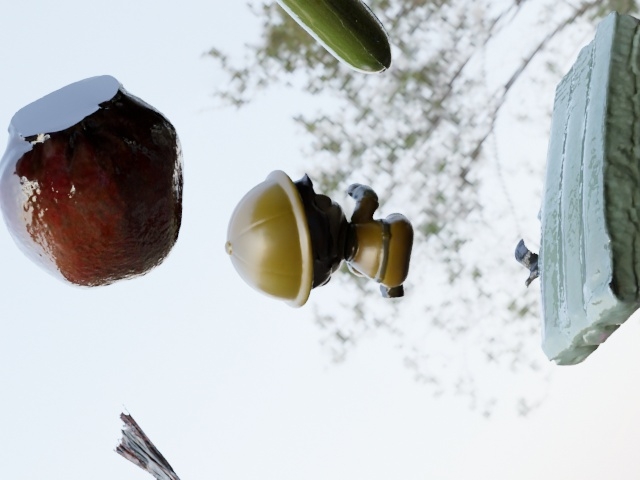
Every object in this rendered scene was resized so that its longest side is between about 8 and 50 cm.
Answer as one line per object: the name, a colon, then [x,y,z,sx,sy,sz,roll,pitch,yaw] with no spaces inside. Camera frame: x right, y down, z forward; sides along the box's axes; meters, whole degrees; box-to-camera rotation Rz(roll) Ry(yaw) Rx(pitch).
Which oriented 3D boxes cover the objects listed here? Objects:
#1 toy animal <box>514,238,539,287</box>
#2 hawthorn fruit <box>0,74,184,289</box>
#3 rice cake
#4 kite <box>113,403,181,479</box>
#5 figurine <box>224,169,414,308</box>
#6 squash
toy animal: [0.248,0.032,1.390,0.028,0.084,0.050,-2,-68,-34]
hawthorn fruit: [-0.246,-0.045,1.324,0.215,0.215,0.250,-37,-29,-29]
rice cake: [0.196,-0.037,0.879,0.127,0.043,0.237,117,163,-63]
kite: [-0.153,0.221,1.182,0.008,0.125,0.222,-47,6,-3]
figurine: [-0.001,0.001,1.660,0.167,0.256,0.192,-56,-31,-77]
squash: [-0.015,-0.330,1.589,0.094,0.094,0.341,-50,-50,3]
